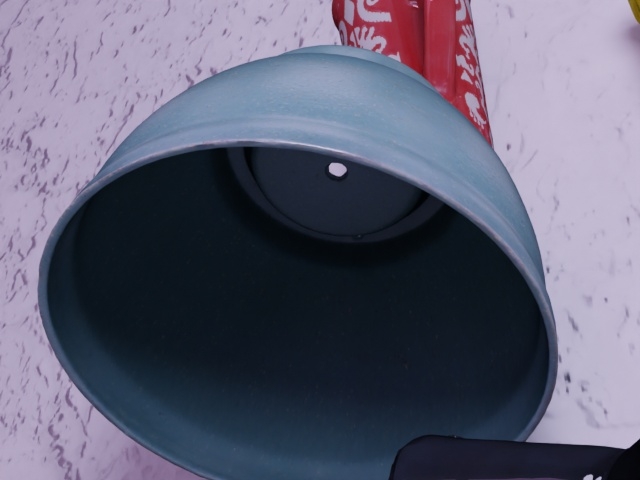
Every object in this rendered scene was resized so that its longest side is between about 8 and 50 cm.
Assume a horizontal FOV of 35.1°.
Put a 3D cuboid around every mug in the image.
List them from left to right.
[{"bbox_3d":[0.065,-0.130,0.760,0.113,0.150,0.169,-16,57,16],"label":"mug"}]

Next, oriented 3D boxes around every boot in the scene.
[{"bbox_3d":[0.120,0.128,0.478,0.207,0.246,0.094,-4,64,28],"label":"boot"}]

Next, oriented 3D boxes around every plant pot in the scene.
[{"bbox_3d":[0.000,0.000,0.637,0.293,0.293,0.196,-15,36,25],"label":"plant pot"}]

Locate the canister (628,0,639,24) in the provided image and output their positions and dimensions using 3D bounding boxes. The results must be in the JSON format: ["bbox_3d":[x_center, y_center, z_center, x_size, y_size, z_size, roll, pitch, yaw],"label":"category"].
[{"bbox_3d":[0.284,-0.136,0.666,0.126,0.073,0.170,-22,52,20],"label":"canister"}]
